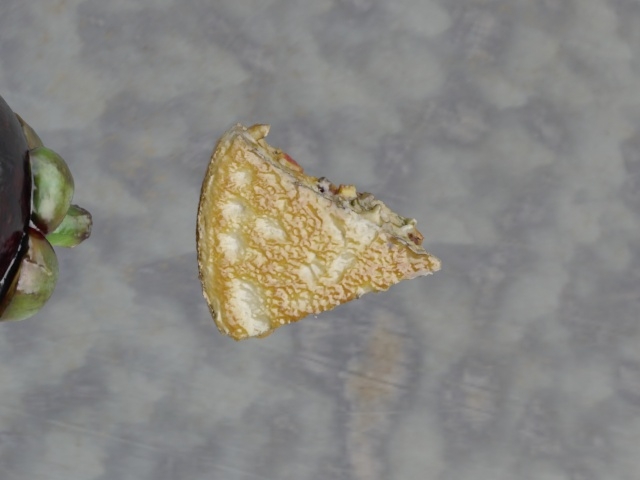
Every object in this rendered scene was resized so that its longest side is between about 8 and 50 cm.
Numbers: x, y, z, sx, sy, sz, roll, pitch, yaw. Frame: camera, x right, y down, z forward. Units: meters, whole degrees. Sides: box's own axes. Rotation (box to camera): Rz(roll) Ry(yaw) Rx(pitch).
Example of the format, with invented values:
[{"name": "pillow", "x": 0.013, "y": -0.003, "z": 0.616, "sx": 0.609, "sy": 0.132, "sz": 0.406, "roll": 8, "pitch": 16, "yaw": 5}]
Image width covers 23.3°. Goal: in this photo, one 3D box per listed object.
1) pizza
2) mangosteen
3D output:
[{"name": "pizza", "x": 0.000, "y": 0.000, "z": 1.234, "sx": 0.199, "sy": 0.062, "sz": 0.188, "roll": 9, "pitch": 115, "yaw": 7}, {"name": "mangosteen", "x": -0.405, "y": -0.035, "z": 1.583, "sx": 0.300, "sy": 0.300, "sz": 0.300, "roll": 3, "pitch": 82, "yaw": -24}]
